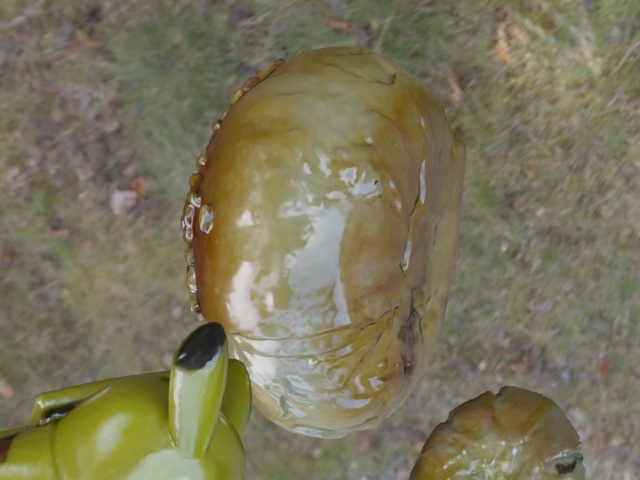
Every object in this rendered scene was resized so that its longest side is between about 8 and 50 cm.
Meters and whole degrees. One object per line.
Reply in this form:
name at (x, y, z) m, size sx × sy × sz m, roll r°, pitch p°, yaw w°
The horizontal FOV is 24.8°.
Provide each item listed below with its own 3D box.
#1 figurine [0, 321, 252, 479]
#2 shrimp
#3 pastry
figurine at (-0.176, 0.194, 1.143) m, size 0.326 × 0.218 × 0.169 m, roll -25°, pitch 81°, yaw 7°
shrimp at (0.106, 0.234, 1.113) m, size 0.145 × 0.267 × 0.061 m, roll 28°, pitch 165°, yaw 38°
pastry at (0.000, 0.000, 1.516) m, size 0.245 × 0.409 × 0.410 m, roll 8°, pitch 113°, yaw 22°
